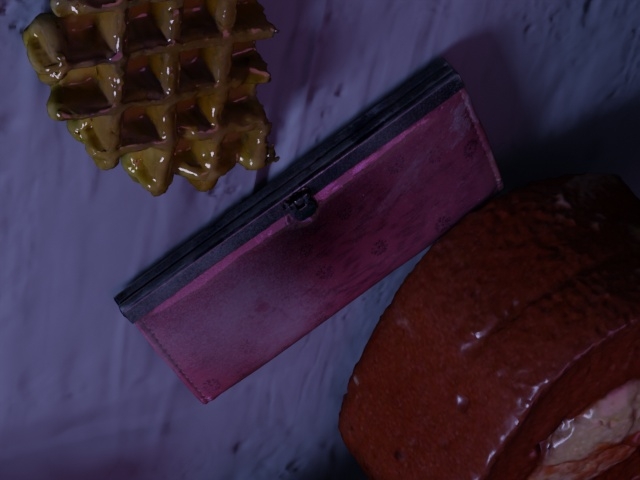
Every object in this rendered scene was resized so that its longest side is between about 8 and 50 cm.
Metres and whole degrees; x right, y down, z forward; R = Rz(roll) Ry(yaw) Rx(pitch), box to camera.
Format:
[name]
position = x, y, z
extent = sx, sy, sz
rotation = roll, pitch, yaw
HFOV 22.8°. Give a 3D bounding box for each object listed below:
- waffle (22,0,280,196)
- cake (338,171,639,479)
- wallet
[waffle]
position = -0.062, -0.102, 0.773
extent = 0.160, 0.046, 0.192
rotation = -41, 141, 1
[cake]
position = 0.132, 0.097, 1.015
extent = 0.177, 0.151, 0.283
rotation = -13, 142, -36
[wallet]
position = 0.000, 0.000, 0.931
extent = 0.232, 0.025, 0.119
rotation = -36, 141, -4
